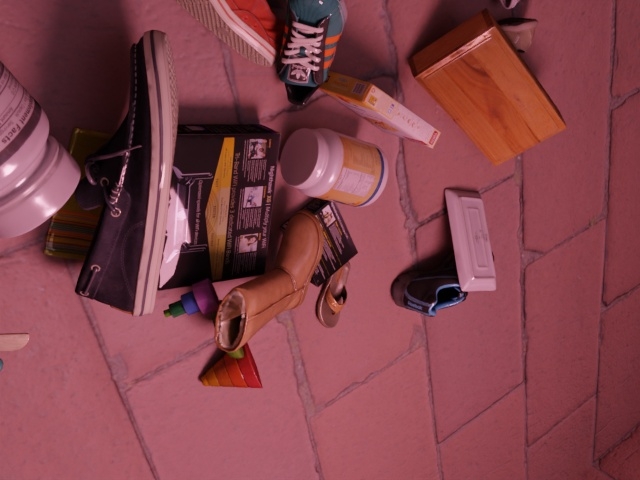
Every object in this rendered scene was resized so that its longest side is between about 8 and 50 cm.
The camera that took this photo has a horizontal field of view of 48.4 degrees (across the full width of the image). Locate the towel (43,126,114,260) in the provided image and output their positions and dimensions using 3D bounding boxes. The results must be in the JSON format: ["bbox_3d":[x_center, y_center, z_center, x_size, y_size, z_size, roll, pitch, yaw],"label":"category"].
[{"bbox_3d":[-0.416,-0.078,1.268,0.102,0.021,0.237,8,105,-41],"label":"towel"}]

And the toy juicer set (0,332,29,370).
[{"bbox_3d":[-0.655,0.251,1.197,0.209,0.089,0.329,23,104,-30],"label":"toy juicer set"}]

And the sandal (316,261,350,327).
[{"bbox_3d":[0.039,0.131,1.710,0.072,0.049,0.180,3,108,-39],"label":"sandal"}]

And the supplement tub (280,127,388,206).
[{"bbox_3d":[0.030,-0.155,1.503,0.200,0.144,0.144,11,103,-41],"label":"supplement tub"}]

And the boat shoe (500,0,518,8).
[{"bbox_3d":[0.410,-0.671,1.584,0.103,0.118,0.320,-50,139,-15],"label":"boat shoe"}]

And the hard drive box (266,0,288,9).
[{"bbox_3d":[-0.001,-0.549,1.330,0.232,0.089,0.181,-25,125,-28],"label":"hard drive box"}]

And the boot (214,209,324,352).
[{"bbox_3d":[-0.096,0.075,1.413,0.269,0.089,0.236,-25,128,-62],"label":"boot"}]

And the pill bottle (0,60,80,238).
[{"bbox_3d":[-0.524,-0.181,1.009,0.204,0.204,0.361,-44,131,-14],"label":"pill bottle"}]

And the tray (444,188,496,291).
[{"bbox_3d":[0.399,-0.004,1.850,0.145,0.030,0.270,2,75,-40],"label":"tray"}]

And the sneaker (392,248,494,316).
[{"bbox_3d":[0.357,0.115,1.895,0.341,0.140,0.125,-25,122,-29],"label":"sneaker"}]

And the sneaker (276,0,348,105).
[{"bbox_3d":[-0.020,-0.348,1.293,0.302,0.108,0.121,94,13,-73],"label":"sneaker"}]

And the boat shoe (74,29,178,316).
[{"bbox_3d":[-0.324,-0.098,1.180,0.156,0.186,0.500,9,116,-12],"label":"boat shoe"}]

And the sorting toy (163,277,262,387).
[{"bbox_3d":[-0.230,0.217,1.484,0.126,0.127,0.365,-22,140,-2],"label":"sorting toy"}]

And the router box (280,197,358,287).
[{"bbox_3d":[0.000,0.000,1.619,0.133,0.046,0.179,-39,130,-18],"label":"router box"}]

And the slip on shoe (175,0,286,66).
[{"bbox_3d":[-0.173,-0.430,1.235,0.331,0.123,0.101,34,80,-48],"label":"slip on shoe"}]

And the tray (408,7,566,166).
[{"bbox_3d":[0.405,-0.343,1.688,0.203,0.076,0.411,-30,138,26],"label":"tray"}]

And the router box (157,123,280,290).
[{"bbox_3d":[-0.214,-0.070,1.391,0.243,0.081,0.308,-6,114,-36],"label":"router box"}]

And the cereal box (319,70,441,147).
[{"bbox_3d":[0.120,-0.276,1.499,0.240,0.173,0.047,25,94,-42],"label":"cereal box"}]

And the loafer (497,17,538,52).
[{"bbox_3d":[0.421,-0.471,1.694,0.269,0.102,0.092,-20,116,-31],"label":"loafer"}]
